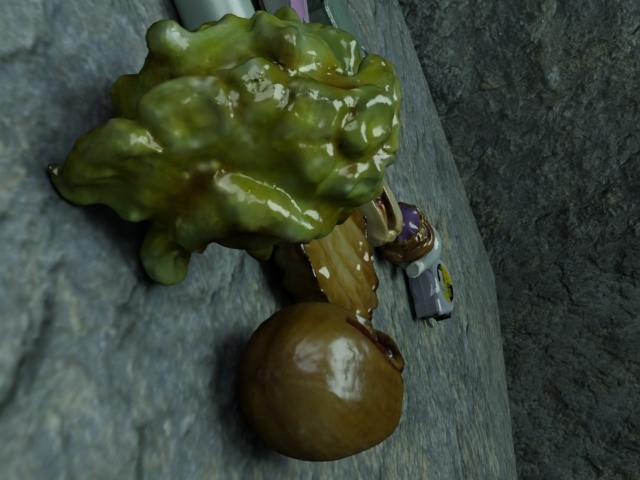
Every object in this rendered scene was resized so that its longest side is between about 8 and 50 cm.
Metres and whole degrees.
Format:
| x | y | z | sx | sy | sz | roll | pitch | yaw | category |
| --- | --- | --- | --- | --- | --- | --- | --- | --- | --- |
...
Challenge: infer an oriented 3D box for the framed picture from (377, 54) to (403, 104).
| x | y | z | sx | sy | sz | roll | pitch | yaw | category |
| --- | --- | --- | --- | --- | --- | --- | --- | --- | --- |
| 0.114 | -0.275 | 1.538 | 0.260 | 0.023 | 0.189 | -64 | 148 | -10 | framed picture |

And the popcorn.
| x | y | z | sx | sy | sz | roll | pitch | yaw | category |
| --- | --- | --- | --- | --- | --- | --- | --- | --- | --- |
| -0.082 | -0.117 | 0.705 | 0.279 | 0.335 | 0.275 | -87 | 177 | -45 | popcorn |

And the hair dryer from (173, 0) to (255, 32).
| x | y | z | sx | sy | sz | roll | pitch | yaw | category |
| --- | --- | --- | --- | --- | --- | --- | --- | --- | --- |
| -0.127 | -0.339 | 1.072 | 0.357 | 0.107 | 0.173 | -65 | 137 | -74 | hair dryer |

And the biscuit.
| x | y | z | sx | sy | sz | roll | pitch | yaw | category |
| --- | --- | --- | --- | --- | --- | --- | --- | --- | --- |
| 0.000 | 0.000 | 1.111 | 0.326 | 0.107 | 0.326 | 50 | 29 | -42 | biscuit |

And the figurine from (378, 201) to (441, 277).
| x | y | z | sx | sy | sz | roll | pitch | yaw | category |
| --- | --- | --- | --- | --- | --- | --- | --- | --- | --- |
| 0.226 | -0.001 | 1.659 | 0.263 | 0.142 | 0.190 | 30 | 50 | -65 | figurine |

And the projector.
| x | y | z | sx | sy | sz | roll | pitch | yaw | category |
| --- | --- | --- | --- | --- | --- | --- | --- | --- | --- |
| 0.031 | -0.461 | 1.548 | 0.192 | 0.099 | 0.257 | -80 | 147 | -49 | projector |

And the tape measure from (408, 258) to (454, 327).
| x | y | z | sx | sy | sz | roll | pitch | yaw | category |
| --- | --- | --- | --- | --- | --- | --- | --- | --- | --- |
| 0.305 | 0.138 | 1.841 | 0.178 | 0.105 | 0.196 | 28 | 48 | -54 | tape measure |

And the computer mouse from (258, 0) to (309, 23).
| x | y | z | sx | sy | sz | roll | pitch | yaw | category |
| --- | --- | --- | --- | --- | --- | --- | --- | --- | --- |
| -0.073 | -0.470 | 1.308 | 0.158 | 0.071 | 0.311 | 41 | 37 | -59 | computer mouse |

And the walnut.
| x | y | z | sx | sy | sz | roll | pitch | yaw | category |
| --- | --- | --- | --- | --- | --- | --- | --- | --- | --- |
| 0.006 | 0.193 | 0.868 | 0.298 | 0.203 | 0.203 | 47 | 34 | -55 | walnut |

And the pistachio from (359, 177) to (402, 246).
| x | y | z | sx | sy | sz | roll | pitch | yaw | category |
| --- | --- | --- | --- | --- | --- | --- | --- | --- | --- |
| 0.104 | -0.077 | 1.444 | 0.201 | 0.117 | 0.145 | 58 | -14 | -21 | pistachio |
